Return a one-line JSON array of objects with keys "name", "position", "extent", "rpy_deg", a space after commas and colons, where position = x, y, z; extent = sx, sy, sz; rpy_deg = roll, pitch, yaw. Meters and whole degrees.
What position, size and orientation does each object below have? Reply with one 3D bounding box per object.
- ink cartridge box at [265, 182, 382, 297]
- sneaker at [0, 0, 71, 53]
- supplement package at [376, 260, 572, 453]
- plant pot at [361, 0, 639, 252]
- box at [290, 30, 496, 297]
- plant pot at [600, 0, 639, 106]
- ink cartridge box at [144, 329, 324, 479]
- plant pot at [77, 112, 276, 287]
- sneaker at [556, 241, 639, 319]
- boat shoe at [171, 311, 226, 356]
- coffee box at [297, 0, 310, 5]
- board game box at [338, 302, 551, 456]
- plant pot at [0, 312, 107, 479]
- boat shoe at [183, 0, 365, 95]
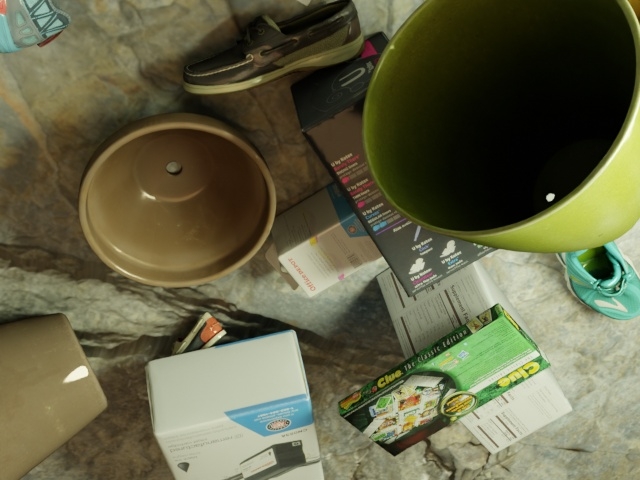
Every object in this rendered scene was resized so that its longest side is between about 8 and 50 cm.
[{"name": "ink cartridge box", "position": [0.000, 0.000, 1.143], "extent": [0.143, 0.090, 0.092], "rpy_deg": [-29, 128, 8]}, {"name": "sneaker", "position": [-0.312, -0.321, 0.834], "extent": [0.125, 0.104, 0.262], "rpy_deg": [-17, 135, -25]}, {"name": "supplement package", "position": [0.229, 0.152, 1.245], "extent": [0.145, 0.204, 0.262], "rpy_deg": [-33, 127, 13]}, {"name": "plant pot", "position": [0.238, -0.096, 0.866], "extent": [0.275, 0.275, 0.293], "rpy_deg": [-43, 143, 17]}, {"name": "box", "position": [0.095, -0.094, 1.029], "extent": [0.143, 0.165, 0.270], "rpy_deg": [-30, 119, 9]}, {"name": "plant pot", "position": [0.413, -0.219, 1.011], "extent": [0.254, 0.254, 0.239], "rpy_deg": [-24, 143, 3]}, {"name": "ink cartridge box", "position": [-0.120, 0.295, 1.270], "extent": [0.223, 0.129, 0.307], "rpy_deg": [-13, 139, -5]}, {"name": "plant pot", "position": [-0.180, -0.065, 1.034], "extent": [0.237, 0.109, 0.237], "rpy_deg": [-7, 126, -10]}, {"name": "sneaker", "position": [0.434, 0.053, 1.288], "extent": [0.107, 0.110, 0.275], "rpy_deg": [-38, 127, 13]}, {"name": "boat shoe", "position": [-0.197, 0.159, 1.238], "extent": [0.137, 0.049, 0.043], "rpy_deg": [-41, 88, 29]}, {"name": "coffee box", "position": [-0.014, -0.391, 0.844], "extent": [0.141, 0.098, 0.246], "rpy_deg": [23, 117, -28]}, {"name": "board game box", "position": [0.165, 0.194, 1.114], "extent": [0.260, 0.030, 0.136], "rpy_deg": [-34, 124, 16]}, {"name": "plant pot", "position": [-0.420, 0.209, 1.107], "extent": [0.229, 0.263, 0.263], "rpy_deg": [-26, 130, -17]}, {"name": "boat shoe", "position": [-0.058, -0.230, 0.970], "extent": [0.224, 0.080, 0.073], "rpy_deg": [-17, 123, -9]}]
